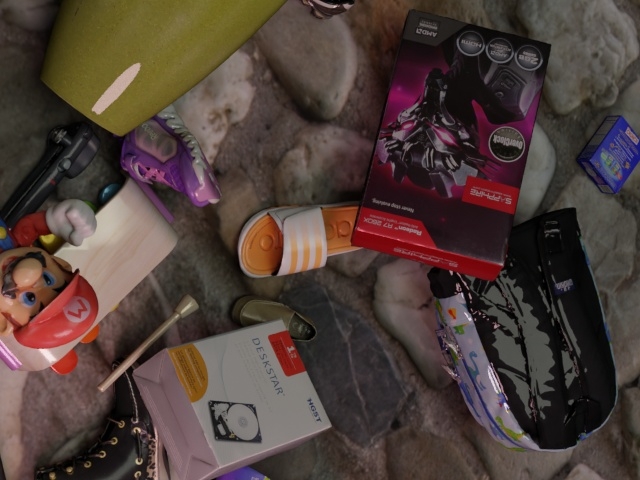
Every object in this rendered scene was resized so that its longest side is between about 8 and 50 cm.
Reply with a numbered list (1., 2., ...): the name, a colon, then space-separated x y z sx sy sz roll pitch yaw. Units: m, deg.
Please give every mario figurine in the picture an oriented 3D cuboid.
1. mario figurine: -0.408 0.005 1.646 0.320 0.170 0.198 37 107 5

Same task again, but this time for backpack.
1. backpack: 0.336 0.169 2.158 0.290 0.273 0.356 -24 82 -28

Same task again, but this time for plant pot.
1. plant pot: -0.232 -0.295 1.758 0.275 0.275 0.293 36 95 -29

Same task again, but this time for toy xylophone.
1. toy xylophone: -0.313 0.064 1.828 0.322 0.081 0.236 -38 113 -23

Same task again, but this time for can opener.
1. can opener: -0.367 -0.085 1.793 0.073 0.059 0.186 46 71 -27

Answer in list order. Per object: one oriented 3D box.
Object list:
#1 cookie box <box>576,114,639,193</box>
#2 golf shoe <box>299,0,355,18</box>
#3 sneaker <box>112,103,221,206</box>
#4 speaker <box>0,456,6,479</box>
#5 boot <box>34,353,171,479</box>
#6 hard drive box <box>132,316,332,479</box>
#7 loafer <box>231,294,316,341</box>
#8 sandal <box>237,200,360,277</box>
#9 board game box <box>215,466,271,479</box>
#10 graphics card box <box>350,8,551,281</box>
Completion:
1. cookie box: 0.513 -0.151 2.340 0.092 0.040 0.107 46 72 -26
2. golf shoe: -0.028 -0.400 1.950 0.198 0.094 0.077 30 81 -29
3. sneaker: -0.214 -0.109 1.805 0.104 0.236 0.095 -28 133 -9
4. speaker: -0.451 0.315 1.786 0.055 0.055 0.136 -16 103 -29
5. boot: -0.309 0.291 1.855 0.178 0.085 0.236 -14 101 -27
6. hard drive box: -0.122 0.224 1.870 0.232 0.089 0.181 -13 72 -49
7. loafer: -0.065 0.119 2.006 0.148 0.050 0.056 14 87 -32
8. sandal: -0.001 -0.011 2.016 0.265 0.076 0.102 -15 102 -30
9. board game box: -0.137 0.517 1.940 0.347 0.078 0.233 -61 143 -12
10. graphics card box: 0.199 -0.147 2.026 0.232 0.094 0.371 15 75 1
